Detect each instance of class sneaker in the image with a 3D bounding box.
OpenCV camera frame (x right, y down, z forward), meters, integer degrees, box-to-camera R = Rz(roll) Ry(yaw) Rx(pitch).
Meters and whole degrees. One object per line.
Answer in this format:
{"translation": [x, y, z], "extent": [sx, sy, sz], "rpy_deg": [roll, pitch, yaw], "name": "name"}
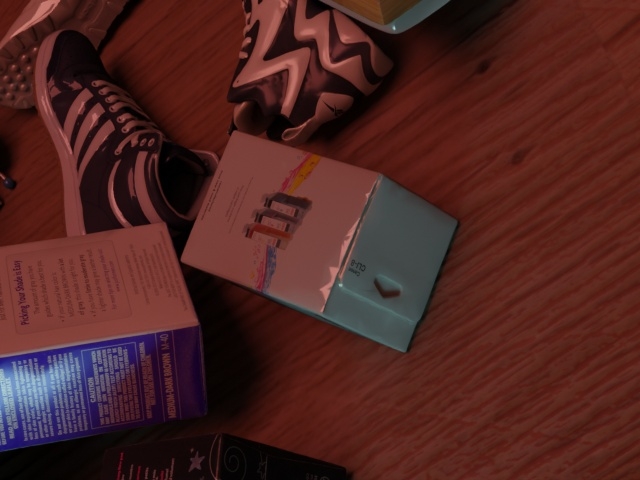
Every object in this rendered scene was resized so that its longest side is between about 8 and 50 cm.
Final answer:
{"translation": [-0.283, -0.243, 1.640], "extent": [0.235, 0.090, 0.095], "rpy_deg": [-45, 38, 11], "name": "sneaker"}
{"translation": [-0.191, -0.109, 1.491], "extent": [0.153, 0.099, 0.282], "rpy_deg": [-29, 64, 32], "name": "sneaker"}
{"translation": [-0.055, -0.173, 1.414], "extent": [0.153, 0.094, 0.235], "rpy_deg": [-48, 60, 2], "name": "sneaker"}

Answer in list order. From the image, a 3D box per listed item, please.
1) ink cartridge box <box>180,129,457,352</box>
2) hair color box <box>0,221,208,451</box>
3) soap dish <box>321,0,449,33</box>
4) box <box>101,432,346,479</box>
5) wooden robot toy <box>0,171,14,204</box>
{"translation": [0.000, 0.000, 1.281], "extent": [0.176, 0.128, 0.127], "rpy_deg": [20, 86, 40], "name": "ink cartridge box"}
{"translation": [-0.282, 0.092, 1.322], "extent": [0.185, 0.339, 0.110], "rpy_deg": [-116, 22, -58], "name": "hair color box"}
{"translation": [0.039, -0.318, 1.326], "extent": [0.229, 0.118, 0.291], "rpy_deg": [-38, 47, -19], "name": "soap dish"}
{"translation": [-0.085, 0.294, 1.210], "extent": [0.142, 0.163, 0.247], "rpy_deg": [-12, 66, 38], "name": "box"}
{"translation": [-0.393, -0.110, 1.666], "extent": [0.076, 0.173, 0.079], "rpy_deg": [-18, 11, -8], "name": "wooden robot toy"}
